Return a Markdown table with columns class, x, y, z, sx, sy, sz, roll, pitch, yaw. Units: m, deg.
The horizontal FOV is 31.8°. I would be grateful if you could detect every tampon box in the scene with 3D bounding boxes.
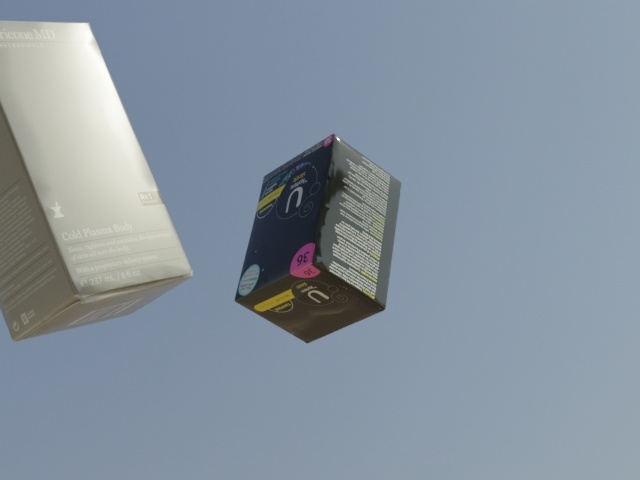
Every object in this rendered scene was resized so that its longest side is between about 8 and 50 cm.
| class | x | y | z | sx | sy | sz | roll | pitch | yaw |
| --- | --- | --- | --- | --- | --- | --- | --- | --- | --- |
| tampon box | 0.000 | 0.000 | 1.136 | 0.101 | 0.161 | 0.120 | 33 | -41 | -29 |

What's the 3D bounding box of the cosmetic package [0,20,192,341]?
| class | x | y | z | sx | sy | sz | roll | pitch | yaw |
| --- | --- | --- | --- | --- | --- | --- | --- | --- | --- |
| cosmetic package | -0.214 | -0.052 | 0.895 | 0.107 | 0.238 | 0.127 | -28 | -9 | 38 |
